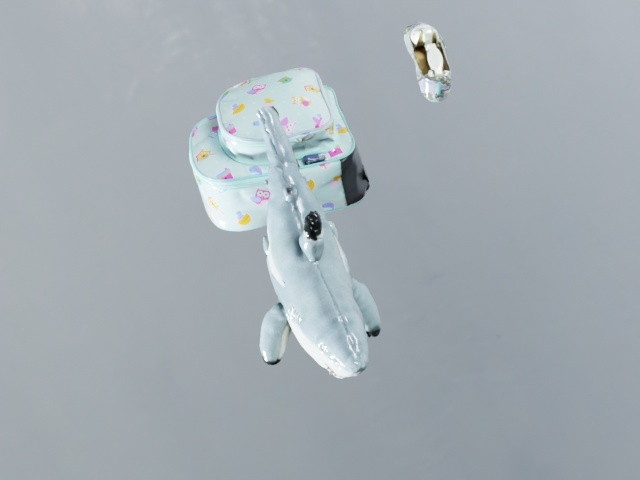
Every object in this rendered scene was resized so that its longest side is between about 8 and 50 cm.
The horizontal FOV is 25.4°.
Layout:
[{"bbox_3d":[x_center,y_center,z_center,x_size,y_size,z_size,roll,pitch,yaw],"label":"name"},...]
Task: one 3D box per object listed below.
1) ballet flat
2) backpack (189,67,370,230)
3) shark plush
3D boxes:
[{"bbox_3d":[0.111,-0.193,1.442,0.041,0.041,0.114,111,155,-47],"label":"ballet flat"},{"bbox_3d":[-0.057,-0.100,1.612,0.166,0.188,0.144,-108,-3,-50],"label":"backpack"},{"bbox_3d":[0.000,0.000,0.817,0.067,0.073,0.161,125,141,-77],"label":"shark plush"}]
